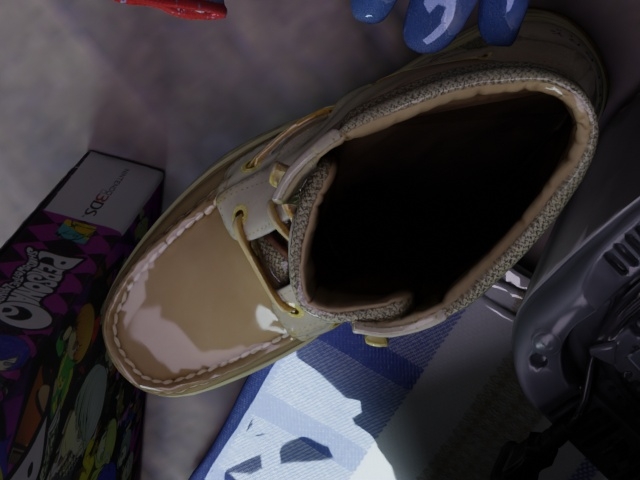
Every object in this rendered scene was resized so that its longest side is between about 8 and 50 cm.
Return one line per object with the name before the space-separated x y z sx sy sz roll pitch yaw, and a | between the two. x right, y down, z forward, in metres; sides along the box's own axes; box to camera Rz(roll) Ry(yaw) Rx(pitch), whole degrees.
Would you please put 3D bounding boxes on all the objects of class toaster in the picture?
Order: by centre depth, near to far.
toaster | 0.159 -0.001 0.577 0.129 0.146 0.227 44 123 -11

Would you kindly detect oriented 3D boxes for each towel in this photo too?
towel | 0.098 0.114 0.740 0.285 0.034 0.209 30 128 1

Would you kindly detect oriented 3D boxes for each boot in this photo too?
boot | 0.000 0.000 0.589 0.213 0.165 0.077 -32 96 13

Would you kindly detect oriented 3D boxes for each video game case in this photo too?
video game case | -0.122 0.114 0.702 0.042 0.210 0.232 14 124 10

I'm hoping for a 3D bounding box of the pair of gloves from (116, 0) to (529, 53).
pair of gloves | -0.001 -0.134 0.481 0.198 0.023 0.159 2 98 -29
